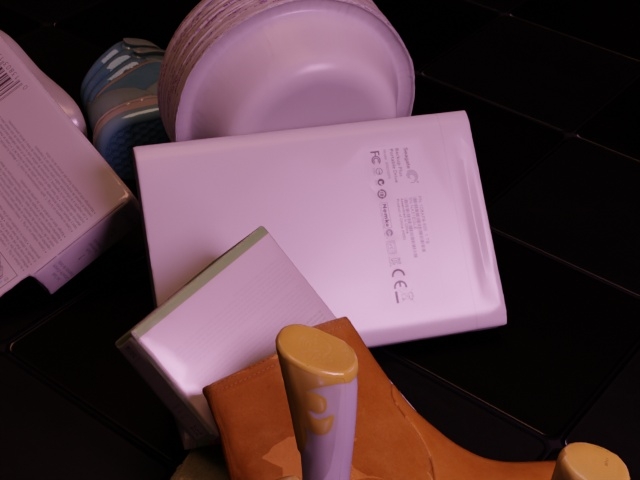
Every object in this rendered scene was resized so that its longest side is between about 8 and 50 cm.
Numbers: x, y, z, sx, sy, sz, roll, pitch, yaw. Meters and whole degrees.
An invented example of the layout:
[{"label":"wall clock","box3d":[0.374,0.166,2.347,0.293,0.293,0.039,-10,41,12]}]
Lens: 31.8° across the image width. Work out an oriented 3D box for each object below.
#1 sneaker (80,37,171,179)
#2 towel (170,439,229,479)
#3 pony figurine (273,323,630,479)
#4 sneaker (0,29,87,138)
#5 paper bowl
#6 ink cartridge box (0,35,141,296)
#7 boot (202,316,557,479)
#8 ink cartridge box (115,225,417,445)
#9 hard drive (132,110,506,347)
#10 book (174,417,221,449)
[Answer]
[{"label":"sneaker","box3d":[-0.159,-0.201,1.447,0.319,0.127,0.208,-14,42,-21]},{"label":"towel","box3d":[-0.061,0.196,1.020,0.110,0.027,0.148,16,38,15]},{"label":"pony figurine","box3d":[0.053,0.270,0.730,0.351,0.363,0.303,22,32,0]},{"label":"sneaker","box3d":[-0.444,-0.177,1.413,0.169,0.108,0.292,-26,46,-35]},{"label":"paper bowl","box3d":[-0.029,-0.149,1.258,0.284,0.284,0.148,-11,42,-17]},{"label":"ink cartridge box","box3d":[-0.380,-0.056,1.235,0.261,0.066,0.296,-39,66,-8]},{"label":"boot","box3d":[0.065,0.159,0.940,0.295,0.104,0.211,-15,75,-19]},{"label":"ink cartridge box","box3d":[-0.042,0.126,1.006,0.171,0.056,0.235,-41,93,-34]},{"label":"hard drive","box3d":[0.000,0.000,1.152,0.353,0.047,0.233,-8,81,-14]},{"label":"book","box3d":[-0.066,0.141,1.046,0.144,0.035,0.096,-8,44,-18]}]
